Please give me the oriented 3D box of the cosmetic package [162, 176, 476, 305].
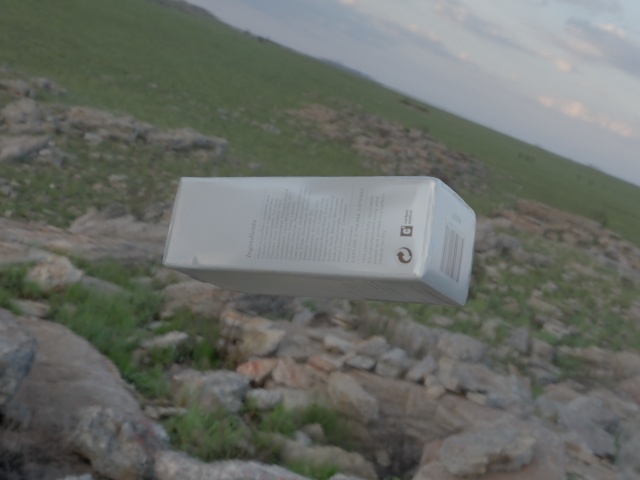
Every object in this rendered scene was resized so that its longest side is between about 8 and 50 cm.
[{"bbox_3d":[0.000,0.000,0.734,0.231,0.085,0.117,4,-13,26],"label":"cosmetic package"}]
